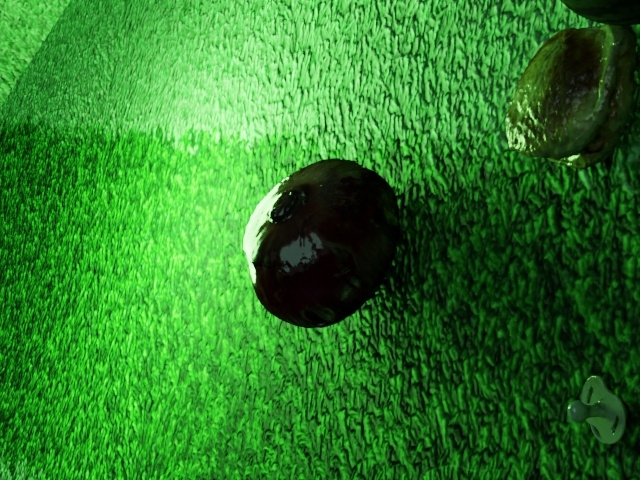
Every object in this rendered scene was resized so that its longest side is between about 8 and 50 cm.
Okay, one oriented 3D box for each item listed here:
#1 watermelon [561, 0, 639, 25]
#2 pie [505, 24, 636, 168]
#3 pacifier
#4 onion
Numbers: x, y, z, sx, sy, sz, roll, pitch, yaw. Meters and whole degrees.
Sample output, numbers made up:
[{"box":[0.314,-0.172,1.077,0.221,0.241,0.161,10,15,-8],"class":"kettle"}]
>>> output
[{"box":[0.343,-0.345,1.581,0.212,0.212,0.212,-31,50,46],"class":"watermelon"},{"box":[0.300,-0.177,1.675,0.205,0.084,0.179,9,83,61],"class":"pie"},{"box":[0.294,0.187,1.522,0.083,0.064,0.068,-124,41,-52],"class":"pacifier"},{"box":[0.000,0.000,1.945,0.246,0.190,0.246,-31,37,27],"class":"onion"}]
